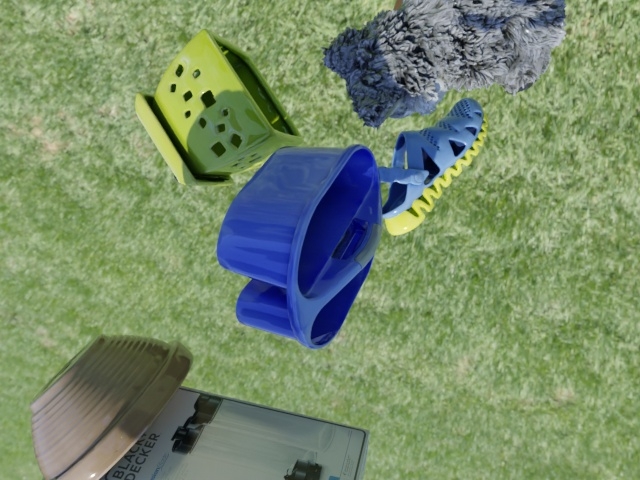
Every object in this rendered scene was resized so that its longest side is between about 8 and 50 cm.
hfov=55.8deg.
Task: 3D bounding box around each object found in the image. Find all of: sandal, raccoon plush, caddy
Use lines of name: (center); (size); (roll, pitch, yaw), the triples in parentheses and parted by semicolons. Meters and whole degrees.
sandal: (0.204, -0.167, 1.176); (0.138, 0.317, 0.126); (43, 166, -17)
raccoon plush: (0.163, -0.355, 0.818); (0.299, 0.216, 0.447); (-18, 139, -16)
caddy: (0.000, 0.000, 0.908); (0.179, 0.341, 0.241); (8, 131, 24)

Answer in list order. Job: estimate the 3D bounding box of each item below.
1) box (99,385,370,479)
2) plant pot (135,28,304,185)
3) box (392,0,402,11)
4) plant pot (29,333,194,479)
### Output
box: (-0.097, 0.290, 0.739); (0.289, 0.169, 0.087); (10, 124, 12)
plant pot: (-0.193, -0.223, 1.132); (0.207, 0.228, 0.227); (-33, 88, 13)
box: (0.202, -0.397, 1.117); (0.130, 0.171, 0.091); (6, 160, 41)
plant pot: (-0.282, 0.197, 0.767); (0.110, 0.237, 0.237); (47, 141, -12)
